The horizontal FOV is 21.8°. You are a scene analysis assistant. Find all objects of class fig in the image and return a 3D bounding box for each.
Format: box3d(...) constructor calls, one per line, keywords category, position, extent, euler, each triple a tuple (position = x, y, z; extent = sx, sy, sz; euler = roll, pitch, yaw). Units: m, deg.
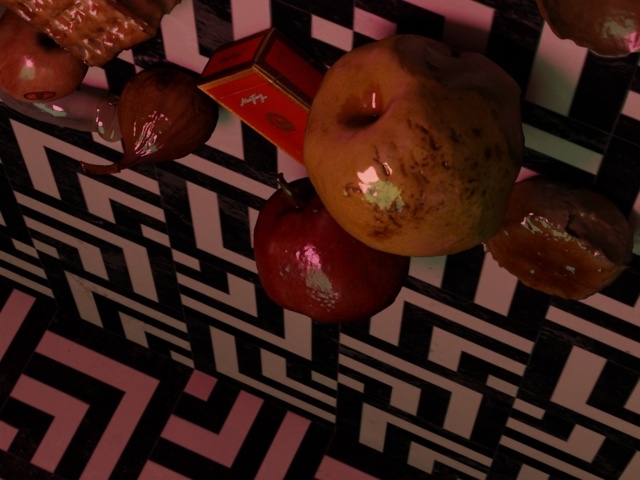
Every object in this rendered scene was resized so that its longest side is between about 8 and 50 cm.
box3d(category="fig", position=(-0.237, -0.146, 2.315), extent=(0.146, 0.201, 0.134), euler=(-11, 128, 49))

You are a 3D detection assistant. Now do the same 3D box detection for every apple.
box3d(category="apple", position=(-0.383, -0.264, 2.280), extent=(0.146, 0.146, 0.131), euler=(31, 161, -11))

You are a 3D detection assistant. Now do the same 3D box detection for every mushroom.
box3d(category="mushroom", position=(-0.382, -0.208, 2.491), extent=(0.223, 0.081, 0.092), euler=(24, 136, 11))

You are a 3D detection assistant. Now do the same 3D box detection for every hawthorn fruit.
box3d(category="hawthorn fruit", position=(0.000, 0.000, 2.348), extent=(0.230, 0.210, 0.266), euler=(35, 171, 43))

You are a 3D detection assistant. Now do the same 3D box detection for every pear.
box3d(category="pear", position=(0.112, -0.104, 1.929), extent=(0.271, 0.271, 0.271), euler=(23, 158, 10))

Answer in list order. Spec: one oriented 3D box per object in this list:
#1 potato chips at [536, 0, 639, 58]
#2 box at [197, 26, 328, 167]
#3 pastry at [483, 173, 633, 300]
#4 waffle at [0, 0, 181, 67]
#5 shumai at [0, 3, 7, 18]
box3d(category="potato chips", position=(0.288, -0.252, 1.657), extent=(0.150, 0.049, 0.201), euler=(7, 150, 30))
box3d(category="box", position=(-0.026, -0.173, 2.183), extent=(0.240, 0.074, 0.153), euler=(36, 161, -25))
box3d(category="pastry", position=(0.305, -0.006, 2.145), extent=(0.182, 0.093, 0.192), euler=(31, 154, -9))
box3d(category="waffle", position=(-0.348, -0.351, 2.117), extent=(0.308, 0.091, 0.213), euler=(36, 157, -20))
box3d(category="shumai", position=(-0.579, -0.339, 2.312), extent=(0.289, 0.291, 0.330), euler=(-4, 180, -26))
